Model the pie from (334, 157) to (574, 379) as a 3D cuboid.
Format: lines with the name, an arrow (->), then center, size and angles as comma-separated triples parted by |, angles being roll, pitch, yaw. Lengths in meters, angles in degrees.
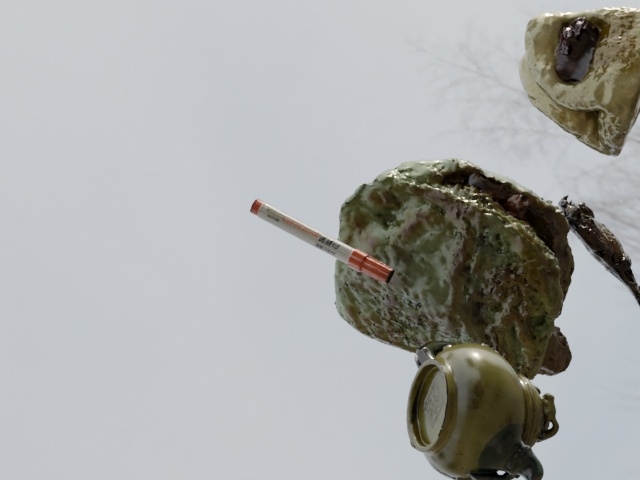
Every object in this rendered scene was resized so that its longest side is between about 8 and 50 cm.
pie -> 0.198, 0.057, 1.688 | 0.180, 0.418, 0.395 | -50, -38, -45

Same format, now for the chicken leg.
chicken leg -> 0.490, 0.025, 1.758 | 0.051, 0.253, 0.106 | -40, -3, 17

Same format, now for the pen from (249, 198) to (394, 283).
pen -> 0.000, 0.000, 1.479 | 0.028, 0.239, 0.028 | -47, -27, -33

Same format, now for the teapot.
teapot -> 0.214, 0.217, 1.349 | 0.183, 0.269, 0.173 | 11, -64, -17

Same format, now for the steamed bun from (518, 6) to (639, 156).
steamed bun -> 0.303, -0.198, 1.189 | 0.140, 0.155, 0.172 | -62, -15, -13
